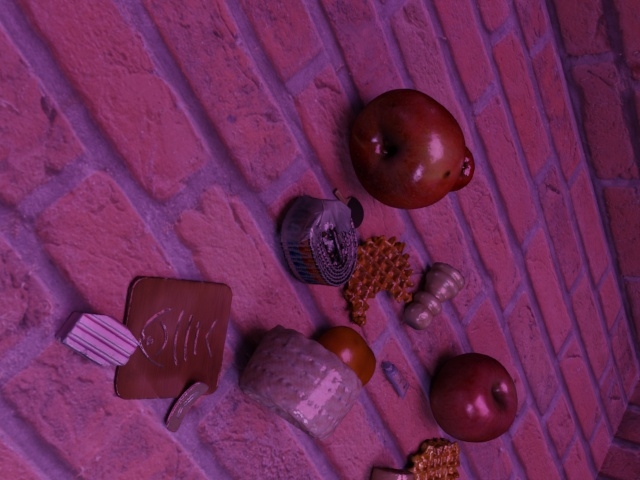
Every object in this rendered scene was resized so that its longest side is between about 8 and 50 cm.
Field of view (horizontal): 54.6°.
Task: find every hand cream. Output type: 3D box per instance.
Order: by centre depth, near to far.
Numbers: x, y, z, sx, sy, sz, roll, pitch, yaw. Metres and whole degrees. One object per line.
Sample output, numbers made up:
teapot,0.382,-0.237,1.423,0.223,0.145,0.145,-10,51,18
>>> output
hand cream,0.256,0.463,2.073,0.065,0.043,0.170,-57,131,-28

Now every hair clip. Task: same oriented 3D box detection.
hair clip,-0.326,0.400,1.503,0.137,0.022,0.054,-55,139,-10

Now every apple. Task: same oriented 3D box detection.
apple,0.253,-0.263,1.802,0.277,0.349,0.348,-15,105,-48
apple,0.421,-0.251,2.079,0.181,0.168,0.180,-11,106,-42
apple,0.536,0.562,2.220,0.345,0.269,0.344,19,61,-38

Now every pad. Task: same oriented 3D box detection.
pad,-0.344,0.234,1.483,0.284,0.018,0.286,10,87,-44

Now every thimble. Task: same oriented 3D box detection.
thimble,-0.058,0.369,1.600,0.195,0.292,0.291,-54,127,-21

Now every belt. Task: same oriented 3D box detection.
belt,0.000,0.000,1.706,0.207,0.150,0.257,-40,121,-44

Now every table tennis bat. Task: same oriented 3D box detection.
table tennis bat,0.085,-0.100,1.874,0.156,0.013,0.087,49,62,-36

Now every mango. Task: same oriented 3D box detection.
mango,0.077,0.359,1.823,0.175,0.139,0.254,-58,135,-19

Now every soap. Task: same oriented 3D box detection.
soap,-0.469,0.209,1.323,0.149,0.056,0.100,43,69,-32

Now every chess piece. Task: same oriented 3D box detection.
chess piece,0.379,0.202,2.118,0.243,0.133,0.133,-50,125,-24

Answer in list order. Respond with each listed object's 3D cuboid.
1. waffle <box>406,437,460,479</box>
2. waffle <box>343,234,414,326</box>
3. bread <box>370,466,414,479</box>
waffle,0.412,0.847,2.253,0.307,0.060,0.312,-56,130,-26
waffle,0.175,0.112,1.949,0.293,0.069,0.259,-19,104,-39
bread,0.228,0.816,2.018,0.148,0.134,0.141,29,69,-54
